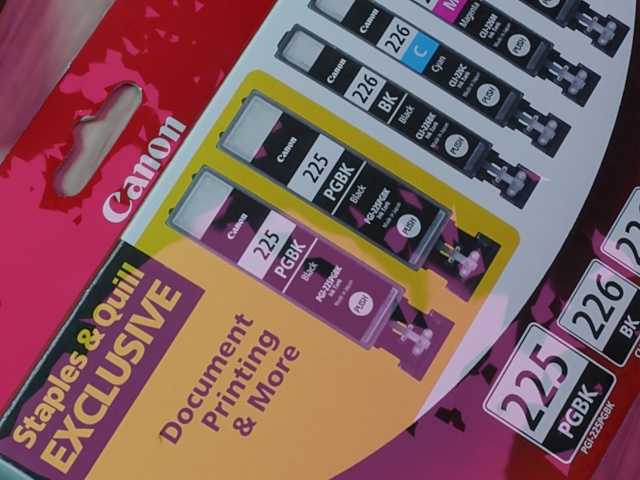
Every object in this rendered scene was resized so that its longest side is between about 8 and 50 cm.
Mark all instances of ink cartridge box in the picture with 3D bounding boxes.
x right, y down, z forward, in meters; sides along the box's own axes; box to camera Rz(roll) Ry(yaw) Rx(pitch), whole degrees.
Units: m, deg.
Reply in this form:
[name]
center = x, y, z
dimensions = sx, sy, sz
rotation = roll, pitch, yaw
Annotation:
[ink cartridge box]
center = 0.000, 0.000, 0.812
dimensions = 0.272, 0.130, 0.309
rotation = 32, 73, -1

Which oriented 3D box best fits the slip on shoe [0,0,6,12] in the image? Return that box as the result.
[slip on shoe]
center = -0.152, -0.108, 0.854
dimensions = 0.041, 0.051, 0.135
rotation = -1, 71, -23
